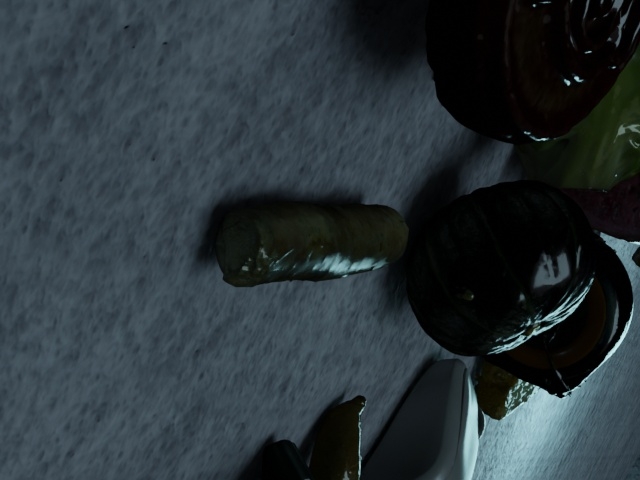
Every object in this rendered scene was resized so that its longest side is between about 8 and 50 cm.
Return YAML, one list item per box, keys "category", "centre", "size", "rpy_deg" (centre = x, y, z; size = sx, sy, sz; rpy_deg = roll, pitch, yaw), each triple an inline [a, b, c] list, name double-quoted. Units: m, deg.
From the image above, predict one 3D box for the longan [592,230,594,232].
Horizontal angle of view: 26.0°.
- category: "longan"
  centre: [0.335, -0.030, 1.919]
  size: [0.113, 0.092, 0.113]
  rpy_deg: [3, 90, -80]

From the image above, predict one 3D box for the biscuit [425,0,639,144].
- category: "biscuit"
  centre: [0.229, -0.271, 1.196]
  size: [0.407, 0.091, 0.407]
  rpy_deg: [-43, 147, -37]

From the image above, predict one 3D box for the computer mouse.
- category: "computer mouse"
  centre: [0.136, 0.292, 1.765]
  size: [0.297, 0.121, 0.184]
  rpy_deg: [-49, 152, -32]

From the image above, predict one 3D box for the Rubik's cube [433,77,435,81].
- category: "Rubik's cube"
  centre: [0.181, -0.194, 1.392]
  size: [0.092, 0.092, 0.092]
  rpy_deg: [-30, 139, -55]

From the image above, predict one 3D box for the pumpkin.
- category: "pumpkin"
  centre: [0.201, 0.032, 1.533]
  size: [0.220, 0.162, 0.220]
  rpy_deg: [-20, 160, -8]

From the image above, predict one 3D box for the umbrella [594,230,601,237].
- category: "umbrella"
  centre: [0.416, 0.027, 2.213]
  size: [0.236, 0.059, 0.066]
  rpy_deg: [87, 11, -46]

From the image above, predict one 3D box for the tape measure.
- category: "tape measure"
  centre: [0.300, 0.088, 1.817]
  size: [0.135, 0.202, 0.223]
  rpy_deg: [-23, 138, -64]

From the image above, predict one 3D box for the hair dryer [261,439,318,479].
- category: "hair dryer"
  centre: [-0.086, 0.344, 1.317]
  size: [0.302, 0.244, 0.116]
  rpy_deg: [-21, 131, -14]

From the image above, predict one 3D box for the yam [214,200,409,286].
- category: "yam"
  centre: [0.000, 0.000, 1.216]
  size: [0.317, 0.067, 0.071]
  rpy_deg: [-5, 88, -65]

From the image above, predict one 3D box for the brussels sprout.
- category: "brussels sprout"
  centre: [0.311, -0.172, 1.575]
  size: [0.244, 0.244, 0.244]
  rpy_deg: [-49, 153, -36]

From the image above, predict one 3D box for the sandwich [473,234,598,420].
- category: "sandwich"
  centre: [0.315, 0.112, 2.026]
  size: [0.226, 0.087, 0.251]
  rpy_deg: [-37, 145, -52]

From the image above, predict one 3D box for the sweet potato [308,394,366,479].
- category: "sweet potato"
  centre: [-0.006, 0.277, 1.489]
  size: [0.249, 0.069, 0.059]
  rpy_deg: [-60, 152, -11]

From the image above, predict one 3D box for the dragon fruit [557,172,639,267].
- category: "dragon fruit"
  centre: [0.440, -0.140, 1.787]
  size: [0.314, 0.296, 0.263]
  rpy_deg: [-60, 163, 9]
